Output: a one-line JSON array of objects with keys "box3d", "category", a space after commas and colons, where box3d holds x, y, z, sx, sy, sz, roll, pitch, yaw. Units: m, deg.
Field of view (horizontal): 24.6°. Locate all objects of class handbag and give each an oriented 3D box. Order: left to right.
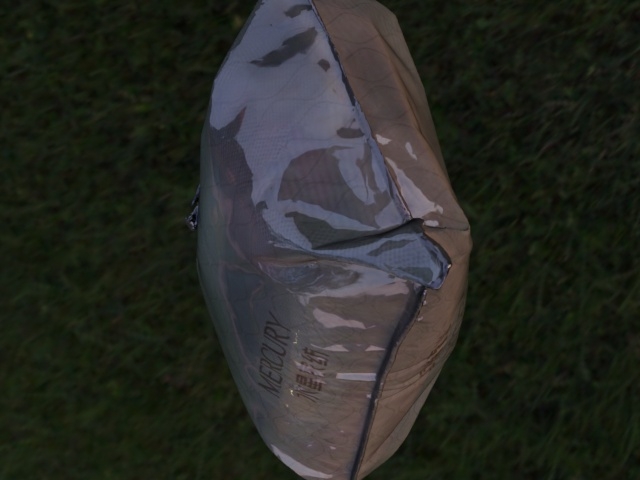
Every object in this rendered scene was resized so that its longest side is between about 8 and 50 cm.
[{"box3d": [0.000, 0.000, 0.670, 0.270, 0.117, 0.182, 102, 153, -61], "category": "handbag"}]
